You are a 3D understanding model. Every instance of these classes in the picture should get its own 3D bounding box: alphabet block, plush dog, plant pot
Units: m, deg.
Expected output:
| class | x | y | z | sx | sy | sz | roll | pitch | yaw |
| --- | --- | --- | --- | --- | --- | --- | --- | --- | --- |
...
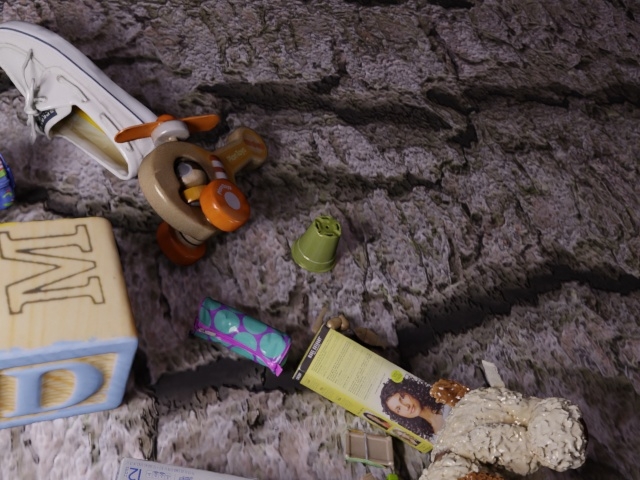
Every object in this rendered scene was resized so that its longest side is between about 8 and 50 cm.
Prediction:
| class | x | y | z | sx | sy | sz | roll | pitch | yaw |
| --- | --- | --- | --- | --- | --- | --- | --- | --- | --- |
| alphabet block | -0.359 | 0.105 | 0.963 | 0.194 | 0.192 | 0.197 | -4 | 54 | -28 |
| plush dog | 0.202 | 0.311 | 0.990 | 0.211 | 0.262 | 0.225 | 31 | 50 | 15 |
| plant pot | 0.000 | 0.000 | 1.283 | 0.083 | 0.079 | 0.083 | 11 | 48 | -13 |

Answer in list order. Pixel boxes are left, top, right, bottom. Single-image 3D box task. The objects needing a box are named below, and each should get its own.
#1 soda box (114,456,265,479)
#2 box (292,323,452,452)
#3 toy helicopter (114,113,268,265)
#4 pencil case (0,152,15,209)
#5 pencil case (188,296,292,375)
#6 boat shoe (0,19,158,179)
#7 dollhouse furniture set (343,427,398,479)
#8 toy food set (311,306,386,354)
| class | x | y | z | sx | sy | sz | roll | pitch | yaw |
| --- | --- | --- | --- | --- | --- | --- | --- | --- | --- |
| soda box | -0.116 | 0.352 | 0.917 | 0.287 | 0.091 | 0.098 | 13 | 46 | -13 |
| box | 0.080 | 0.224 | 1.126 | 0.232 | 0.058 | 0.087 | 28 | 61 | 3 |
| toy helicopter | -0.194 | -0.131 | 1.266 | 0.235 | 0.140 | 0.355 | 51 | 30 | -6 |
| pencil case | -0.569 | -0.033 | 1.038 | 0.133 | 0.119 | 0.306 | 18 | 41 | 26 |
| pencil case | -0.118 | 0.144 | 1.117 | 0.152 | 0.064 | 0.070 | 25 | 30 | -1 |
| boat shoe | -0.444 | -0.223 | 1.265 | 0.367 | 0.136 | 0.156 | 39 | 49 | -1 |
| dollhouse furniture set | 0.066 | 0.341 | 1.053 | 0.076 | 0.058 | 0.151 | 10 | 28 | -5 |
| toy food set | 0.043 | 0.163 | 1.204 | 0.122 | 0.019 | 0.078 | 34 | 46 | -4 |
